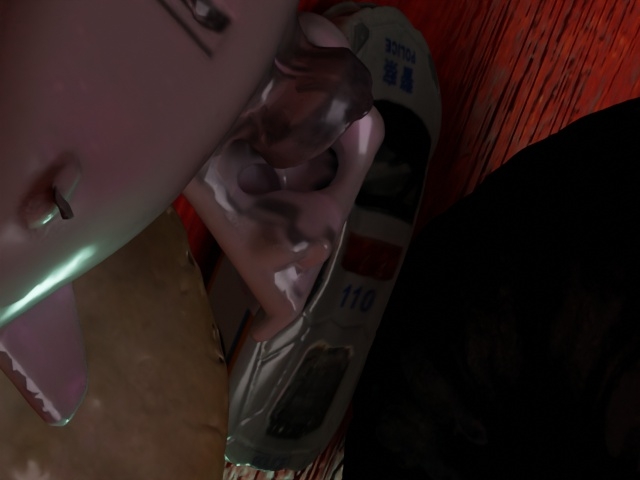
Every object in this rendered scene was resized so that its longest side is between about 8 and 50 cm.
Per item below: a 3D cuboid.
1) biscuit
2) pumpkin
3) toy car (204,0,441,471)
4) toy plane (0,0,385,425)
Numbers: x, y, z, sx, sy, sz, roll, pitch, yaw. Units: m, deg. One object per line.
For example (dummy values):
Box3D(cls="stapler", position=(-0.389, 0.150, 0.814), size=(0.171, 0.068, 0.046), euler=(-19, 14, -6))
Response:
Box3D(cls="biscuit", position=(-0.113, 0.072, 0.636), size=(0.188, 0.040, 0.265), euler=(38, 54, -25))
Box3D(cls="pumpkin", position=(0.179, 0.107, 0.853), size=(0.266, 0.363, 0.363), euler=(-10, 117, -41))
Box3D(cls="toy car", position=(0.000, 0.000, 0.813), size=(0.095, 0.056, 0.205), euler=(16, 96, -55))
Box3D(cls="toy plane", position=(-0.078, -0.061, 0.598), size=(0.252, 0.118, 0.252), euler=(10, 75, -43))
